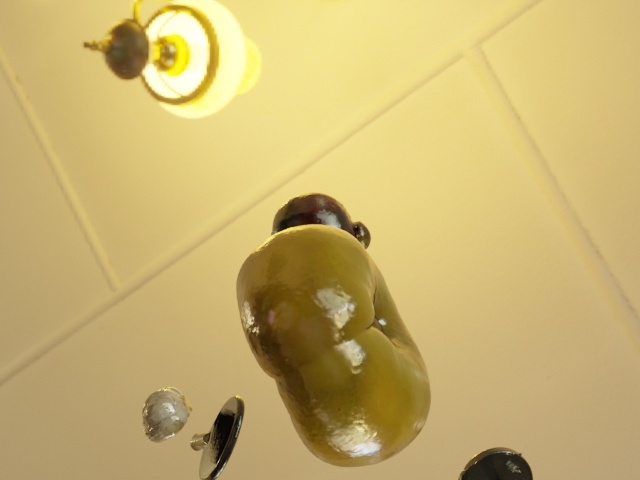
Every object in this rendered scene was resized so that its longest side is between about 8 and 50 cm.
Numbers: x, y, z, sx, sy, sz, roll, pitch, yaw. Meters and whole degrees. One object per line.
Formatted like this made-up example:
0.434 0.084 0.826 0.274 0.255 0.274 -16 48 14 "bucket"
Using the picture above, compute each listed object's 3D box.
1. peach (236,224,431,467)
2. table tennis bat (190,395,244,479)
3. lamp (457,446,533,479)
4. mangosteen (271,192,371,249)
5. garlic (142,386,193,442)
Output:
0.012 0.103 0.903 0.153 0.251 0.251 -31 -98 15 "peach"
-0.179 0.336 1.553 0.236 0.027 0.150 -33 -145 64 "table tennis bat"
0.323 0.341 1.193 0.109 0.130 0.371 -64 -162 -16 "lamp"
0.000 0.000 1.363 0.152 0.152 0.153 5 -79 29 "mangosteen"
-0.284 0.312 1.669 0.094 0.113 0.074 -20 -60 -2 "garlic"
